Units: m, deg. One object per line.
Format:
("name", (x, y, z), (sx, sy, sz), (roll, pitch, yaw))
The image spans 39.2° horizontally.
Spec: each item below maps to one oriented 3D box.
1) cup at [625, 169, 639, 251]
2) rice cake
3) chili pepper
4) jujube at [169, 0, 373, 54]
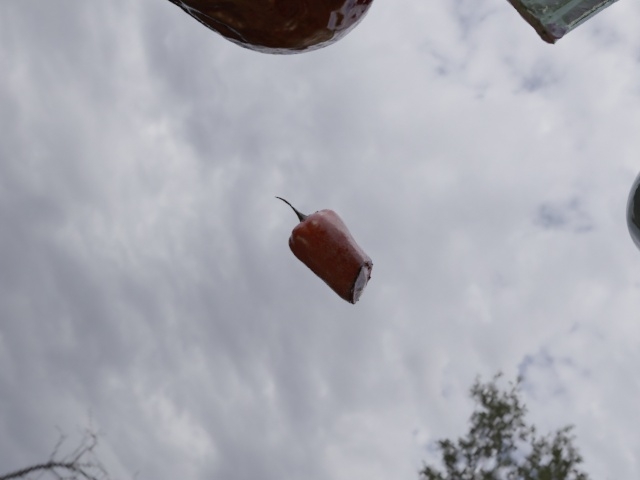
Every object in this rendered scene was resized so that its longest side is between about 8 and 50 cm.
("cup", (0.512, 0.012, 1.069), (0.312, 0.206, 0.205), (-111, -178, -53))
("rice cake", (0.338, -0.381, 1.246), (0.189, 0.198, 0.037), (51, -8, 8))
("chili pepper", (0.000, 0.000, 1.261), (0.192, 0.084, 0.086), (45, -57, 17))
("jujube", (-0.067, -0.258, 0.740), (0.255, 0.189, 0.190), (7, -20, -27))
